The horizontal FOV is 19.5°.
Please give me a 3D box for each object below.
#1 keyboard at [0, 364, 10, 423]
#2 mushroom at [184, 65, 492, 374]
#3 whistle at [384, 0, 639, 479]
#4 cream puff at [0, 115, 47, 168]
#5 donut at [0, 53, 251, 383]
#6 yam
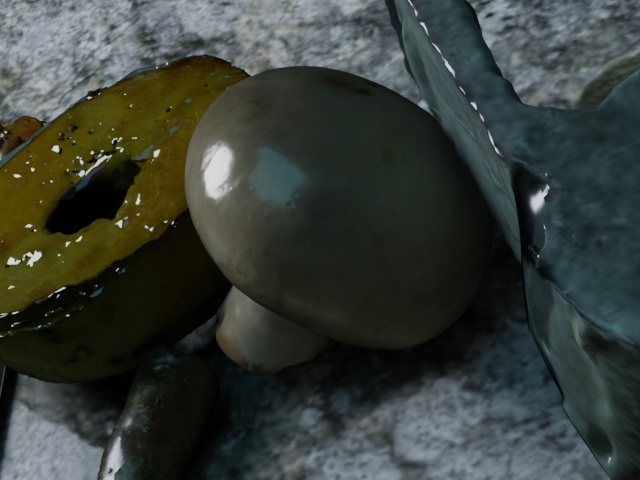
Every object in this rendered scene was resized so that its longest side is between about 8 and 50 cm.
[{"bbox_3d":[-0.260,0.160,1.304,0.074,0.015,0.196,-19,41,21],"label":"keyboard"},{"bbox_3d":[0.000,0.000,1.157,0.204,0.204,0.204,-21,41,19],"label":"mushroom"},{"bbox_3d":[0.157,-0.002,0.969,0.405,0.168,0.188,28,68,32],"label":"whistle"},{"bbox_3d":[-0.258,-0.043,1.444,0.133,0.104,0.119,-32,45,8],"label":"cream puff"},{"bbox_3d":[-0.142,-0.006,1.300,0.272,0.107,0.272,-23,31,15],"label":"donut"},{"bbox_3d":[-0.121,0.180,1.147,0.061,0.061,0.252,-9,47,31],"label":"yam"}]
